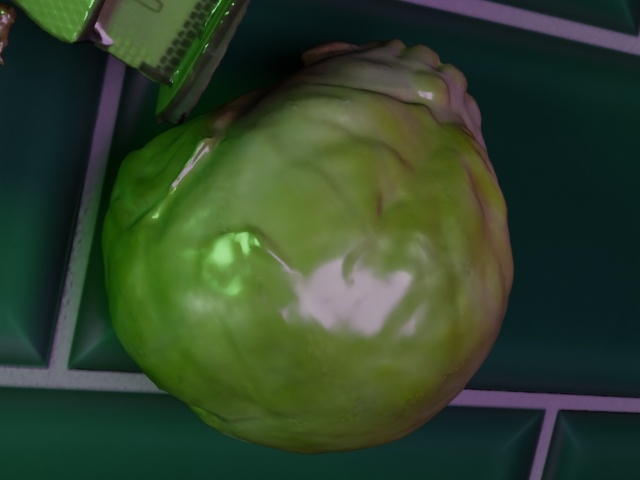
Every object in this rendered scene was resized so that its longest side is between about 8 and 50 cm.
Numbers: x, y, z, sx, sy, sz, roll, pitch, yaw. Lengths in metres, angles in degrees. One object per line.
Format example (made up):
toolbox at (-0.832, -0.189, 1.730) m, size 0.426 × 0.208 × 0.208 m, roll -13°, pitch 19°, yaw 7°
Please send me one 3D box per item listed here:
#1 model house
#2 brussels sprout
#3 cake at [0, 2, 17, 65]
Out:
model house at (-0.156, -0.241, 0.948) m, size 0.279 × 0.218 × 0.204 m, roll 29°, pitch 108°, yaw -13°
brussels sprout at (0.002, 0.013, 1.078) m, size 0.317 × 0.243 × 0.273 m, roll -32°, pitch 95°, yaw -27°
cake at (-0.282, -0.109, 0.914) m, size 0.135 × 0.135 × 0.147 m, roll 23°, pitch 96°, yaw -36°
